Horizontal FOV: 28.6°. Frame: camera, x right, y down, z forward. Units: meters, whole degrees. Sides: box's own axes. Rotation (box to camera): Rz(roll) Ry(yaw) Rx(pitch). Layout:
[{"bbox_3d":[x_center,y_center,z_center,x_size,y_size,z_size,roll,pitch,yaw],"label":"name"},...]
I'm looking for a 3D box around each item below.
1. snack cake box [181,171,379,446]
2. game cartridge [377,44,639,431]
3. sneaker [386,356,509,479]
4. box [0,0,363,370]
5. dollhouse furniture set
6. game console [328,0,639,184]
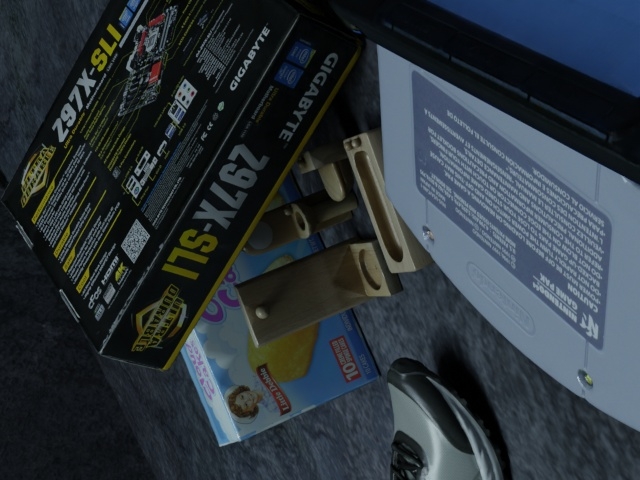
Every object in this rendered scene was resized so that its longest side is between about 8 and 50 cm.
[{"bbox_3d":[-0.072,0.045,1.207,0.264,0.152,0.089,66,159,5],"label":"snack cake box"},{"bbox_3d":[0.132,-0.022,0.780,0.294,0.060,0.196,47,147,45],"label":"game cartridge"},{"bbox_3d":[0.094,0.225,1.040,0.100,0.108,0.272,27,133,63],"label":"sneaker"},{"bbox_3d":[-0.132,-0.093,1.066,0.322,0.079,0.257,-58,42,14],"label":"box"},{"bbox_3d":[0.000,0.000,1.022,0.151,0.123,0.144,-8,103,69],"label":"dollhouse furniture set"},{"bbox_3d":[0.120,-0.189,0.489,0.173,0.250,0.293,50,174,-37],"label":"game console"}]
